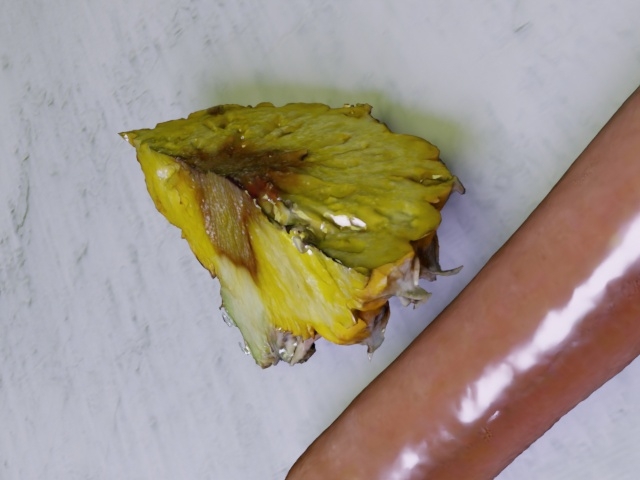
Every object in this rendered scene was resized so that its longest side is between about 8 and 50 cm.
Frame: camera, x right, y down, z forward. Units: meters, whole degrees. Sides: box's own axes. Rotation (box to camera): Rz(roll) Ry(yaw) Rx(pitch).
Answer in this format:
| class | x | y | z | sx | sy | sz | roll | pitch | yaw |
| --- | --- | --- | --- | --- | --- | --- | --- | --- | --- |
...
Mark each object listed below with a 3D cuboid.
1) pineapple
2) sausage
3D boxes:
| class | x | y | z | sx | sy | sz | roll | pitch | yaw |
| --- | --- | --- | --- | --- | --- | --- | --- | --- | --- |
| pineapple | 0.004 | 0.001 | 0.587 | 0.250 | 0.140 | 0.164 | 21 | 134 | 48 |
| sausage | 0.116 | 0.036 | 0.471 | 0.094 | 0.094 | 0.419 | 44 | 116 | 13 |
